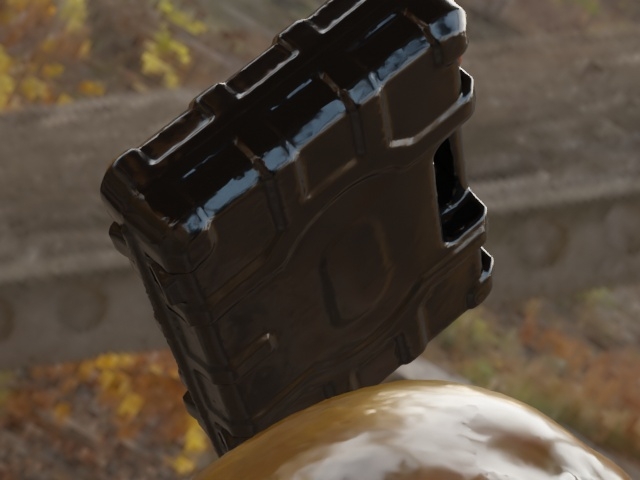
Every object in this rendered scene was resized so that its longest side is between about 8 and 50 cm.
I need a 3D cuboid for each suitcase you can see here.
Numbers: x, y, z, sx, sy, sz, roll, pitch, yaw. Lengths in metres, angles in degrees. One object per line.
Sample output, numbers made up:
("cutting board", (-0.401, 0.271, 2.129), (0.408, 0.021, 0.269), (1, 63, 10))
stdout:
("suitcase", (0.000, 0.000, 1.029), (0.066, 0.206, 0.285), (42, -18, 28))

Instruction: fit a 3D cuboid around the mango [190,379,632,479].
("mango", (-0.008, 0.129, 0.348), (0.120, 0.221, 0.151), (32, -16, -11))
